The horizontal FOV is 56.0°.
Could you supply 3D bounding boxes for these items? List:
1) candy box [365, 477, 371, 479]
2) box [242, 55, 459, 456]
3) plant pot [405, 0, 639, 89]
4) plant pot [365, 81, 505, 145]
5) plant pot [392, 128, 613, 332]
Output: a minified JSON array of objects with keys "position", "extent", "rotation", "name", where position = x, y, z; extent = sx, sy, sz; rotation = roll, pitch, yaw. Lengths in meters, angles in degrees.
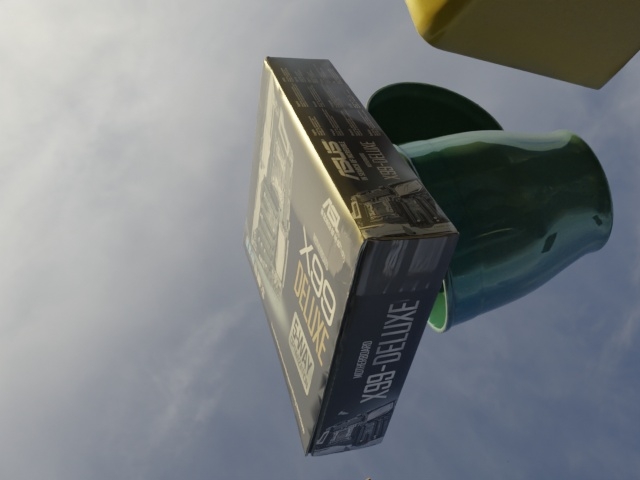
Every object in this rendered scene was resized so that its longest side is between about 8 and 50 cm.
[{"position":[-0.001,0.381,0.760],"extent":[0.053,0.109,0.186],"rotation":[53,-45,30],"name":"candy box"},{"position":[0.000,0.000,0.570],"extent":[0.077,0.242,0.307],"rotation":[-3,-141,-18],"name":"box"},{"position":[0.174,-0.262,0.423],"extent":[0.187,0.212,0.212],"rotation":[-42,-124,48],"name":"plant pot"},{"position":[0.205,-0.154,1.221],"extent":[0.293,0.196,0.293],"rotation":[9,-133,-10],"name":"plant pot"},{"position":[0.245,-0.037,0.849],"extent":[0.255,0.271,0.271],"rotation":[-16,-114,-4],"name":"plant pot"}]
